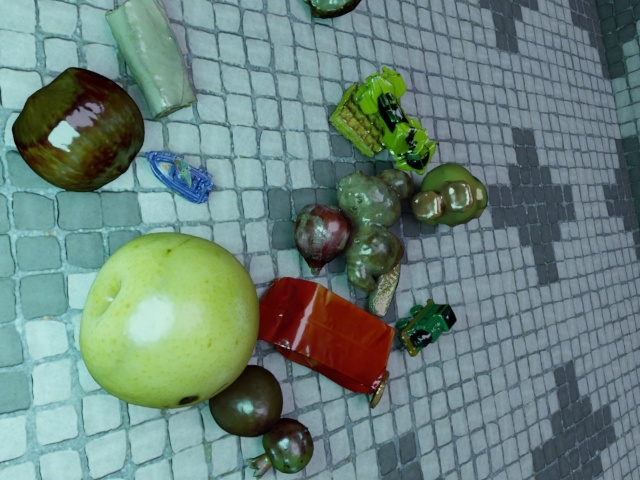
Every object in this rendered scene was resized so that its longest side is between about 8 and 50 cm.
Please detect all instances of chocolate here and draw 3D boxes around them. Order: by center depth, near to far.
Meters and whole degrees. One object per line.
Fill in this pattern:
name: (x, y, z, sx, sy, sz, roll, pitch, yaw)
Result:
chocolate: (-0.157, 0.364, 1.143, 0.176, 0.176, 0.177, 8, 77, -36)

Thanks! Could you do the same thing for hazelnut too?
hazelnut: (-0.457, -0.199, 0.981, 0.218, 0.233, 0.218, 48, 19, -23)

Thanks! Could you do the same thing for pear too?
pear: (-0.279, 0.150, 0.984, 0.348, 0.348, 0.349, 8, 77, -36)

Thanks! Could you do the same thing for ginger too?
ginger: (0.154, -0.039, 1.459, 0.256, 0.176, 0.376, 16, 74, -38)

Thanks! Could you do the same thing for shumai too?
shumai: (0.012, -0.797, 1.508, 0.309, 0.304, 0.264, -22, 130, -40)

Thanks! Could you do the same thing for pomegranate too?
pomegranate: (-0.096, 0.488, 1.217, 0.159, 0.129, 0.130, -12, 89, 5)

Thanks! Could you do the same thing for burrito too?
burrito: (-0.383, -0.428, 1.159, 0.143, 0.105, 0.300, -25, 97, -47)

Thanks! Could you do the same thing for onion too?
onion: (0.000, 0.000, 1.351, 0.159, 0.159, 0.195, 13, 92, -35)

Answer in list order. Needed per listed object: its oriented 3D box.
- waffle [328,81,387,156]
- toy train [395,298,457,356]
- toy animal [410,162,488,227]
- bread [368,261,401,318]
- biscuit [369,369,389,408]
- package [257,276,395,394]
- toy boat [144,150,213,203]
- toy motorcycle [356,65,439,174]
waffle: (0.139, -0.356, 1.575, 0.211, 0.055, 0.161, 40, 60, -25)
toy train: (0.321, 0.260, 1.555, 0.227, 0.136, 0.091, -38, 105, -38)
toy animal: (0.417, -0.146, 1.632, 0.338, 0.215, 0.191, 0, 72, -60)
bread: (0.191, 0.131, 1.530, 0.073, 0.053, 0.215, 24, 69, -12)
biscuit: (0.165, 0.414, 1.426, 0.019, 0.130, 0.102, 26, 102, 8)
package: (0.027, 0.253, 1.339, 0.423, 0.123, 0.196, 35, 60, -30)
toy boat: (-0.312, -0.154, 1.159, 0.175, 0.110, 0.091, 32, 64, -27)
toy motorcycle: (0.230, -0.330, 1.509, 0.142, 0.206, 0.343, -32, 107, -2)
